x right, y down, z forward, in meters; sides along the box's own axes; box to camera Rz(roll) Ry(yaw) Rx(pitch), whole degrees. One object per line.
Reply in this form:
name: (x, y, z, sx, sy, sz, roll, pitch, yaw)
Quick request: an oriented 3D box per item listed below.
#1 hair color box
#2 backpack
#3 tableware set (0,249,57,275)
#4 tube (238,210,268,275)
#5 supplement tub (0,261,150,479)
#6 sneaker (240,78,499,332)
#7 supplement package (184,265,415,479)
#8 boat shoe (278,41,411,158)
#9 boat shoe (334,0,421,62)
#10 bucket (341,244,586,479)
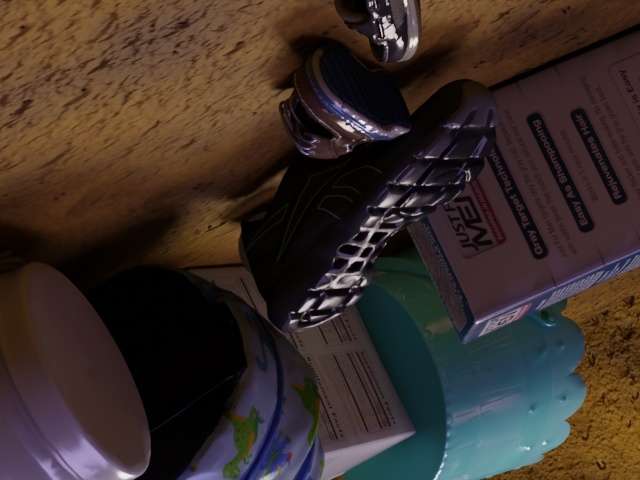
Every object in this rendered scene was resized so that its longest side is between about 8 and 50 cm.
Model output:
hair color box: (0.242, -0.066, 1.562, 0.347, 0.173, 0.105, -23, 169, -8)
backpack: (-0.167, 0.186, 1.494, 0.273, 0.290, 0.355, 27, 100, -42)
tableware set: (-0.272, 0.050, 1.407, 0.141, 0.020, 0.169, -28, 166, 5)
tube: (0.000, 0.000, 1.659, 0.070, 0.062, 0.240, 15, -172, 21)
supplement tub: (-0.278, 0.149, 1.319, 0.272, 0.191, 0.191, -27, 168, 10)
sneaker: (0.026, -0.042, 1.430, 0.101, 0.106, 0.267, -1, 143, -50)
supplement package: (-0.084, 0.151, 1.775, 0.199, 0.198, 0.263, -32, 166, 27)
boat shoe: (0.010, -0.085, 1.278, 0.066, 0.066, 0.183, -27, 168, 14)
boat shoe: (0.031, -0.147, 1.103, 0.049, 0.056, 0.152, -19, 158, -6)
bucket: (0.114, 0.129, 1.929, 0.183, 0.281, 0.281, -14, 164, -38)
